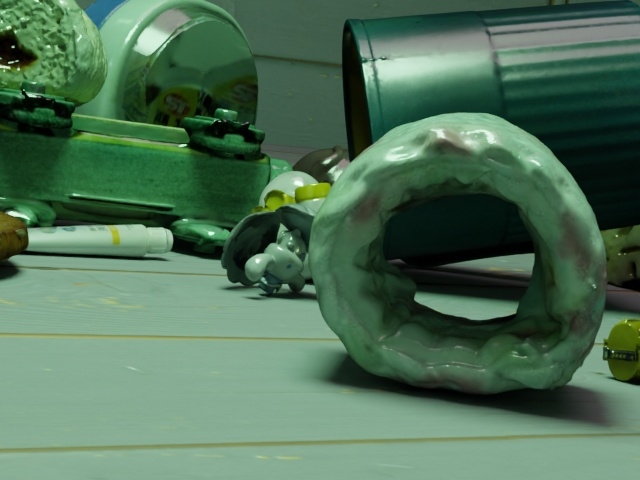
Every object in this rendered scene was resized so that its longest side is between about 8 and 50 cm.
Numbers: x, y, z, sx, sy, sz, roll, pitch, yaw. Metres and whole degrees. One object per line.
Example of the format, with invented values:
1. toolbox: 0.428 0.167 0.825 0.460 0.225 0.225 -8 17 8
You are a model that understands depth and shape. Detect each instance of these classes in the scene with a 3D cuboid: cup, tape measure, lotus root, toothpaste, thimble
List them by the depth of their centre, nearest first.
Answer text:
1. thimble: 0.101 0.015 1.119 0.211 0.185 0.149 42 10 1
2. toothpaste: -0.225 0.000 1.516 0.190 0.031 0.048 1 12 -31
3. cup: 0.182 -0.085 1.644 0.292 0.308 0.242 -8 25 -4
4. lotus root: 0.371 -0.007 1.895 0.119 0.138 0.235 15 -4 -33
5. tape measure: -0.186 -0.153 1.900 0.138 0.262 0.259 20 4 37

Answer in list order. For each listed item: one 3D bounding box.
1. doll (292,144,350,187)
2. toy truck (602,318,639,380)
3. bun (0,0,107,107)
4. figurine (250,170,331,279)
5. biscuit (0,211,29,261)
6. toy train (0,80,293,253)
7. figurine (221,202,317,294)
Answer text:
1. doll: 0.049 -0.050 1.880 0.182 0.117 0.257 13 9 31
2. toy truck: 0.272 0.082 1.252 0.123 0.052 0.063 0 4 -43
3. bun: -0.320 -0.206 1.682 0.204 0.126 0.212 -5 -11 37
4. figurine: -0.006 -0.005 1.600 0.129 0.109 0.178 37 7 -5
5. biscuit: -0.387 -0.008 1.346 0.305 0.038 0.305 6 6 -1
6. toy train: -0.217 -0.070 1.677 0.369 0.150 0.237 7 0 -20
7. figurine: -0.037 0.013 1.432 0.082 0.086 0.094 30 -24 35
